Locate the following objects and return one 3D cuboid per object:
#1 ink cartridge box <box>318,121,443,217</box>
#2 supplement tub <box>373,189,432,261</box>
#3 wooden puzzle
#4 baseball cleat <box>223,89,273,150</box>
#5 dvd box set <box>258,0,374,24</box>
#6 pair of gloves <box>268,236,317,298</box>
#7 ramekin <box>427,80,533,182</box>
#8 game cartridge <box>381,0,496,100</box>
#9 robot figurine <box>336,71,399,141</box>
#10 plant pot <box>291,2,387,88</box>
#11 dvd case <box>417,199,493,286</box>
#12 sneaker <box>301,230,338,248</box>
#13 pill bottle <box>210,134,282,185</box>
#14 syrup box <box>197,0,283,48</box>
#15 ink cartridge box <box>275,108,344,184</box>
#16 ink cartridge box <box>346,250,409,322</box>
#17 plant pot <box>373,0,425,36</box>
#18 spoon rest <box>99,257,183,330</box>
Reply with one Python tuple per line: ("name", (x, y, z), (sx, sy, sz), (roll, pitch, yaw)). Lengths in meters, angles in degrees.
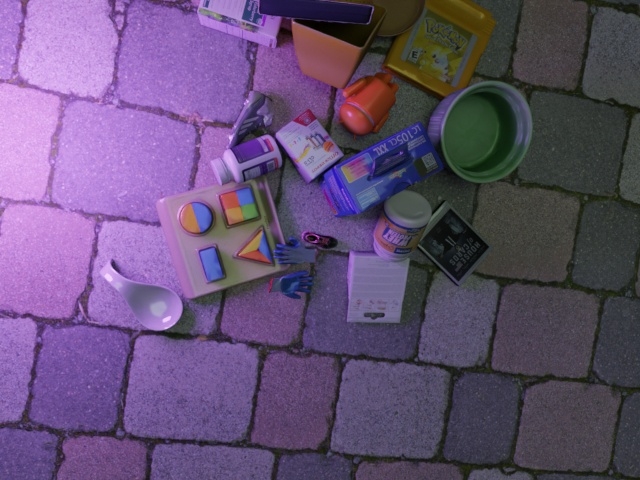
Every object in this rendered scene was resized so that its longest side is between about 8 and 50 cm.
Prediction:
("ink cartridge box", (0.162, -0.191, 1.356), (0.270, 0.395, 0.151), (-29, 97, -7))
("supplement tub", (0.245, -0.041, 1.462), (0.145, 0.199, 0.144), (5, 49, -6))
("wooden puzzle", (-0.292, -0.014, 1.455), (0.348, 0.080, 0.321), (-17, 96, -7))
("baseball cleat", (-0.210, -0.351, 1.456), (0.110, 0.072, 0.205), (24, 93, -16))
("dvd box set", (-0.025, -0.781, 1.356), (0.308, 0.062, 0.419), (0, 59, -9))
("pair of gloves", (-0.082, 0.088, 1.491), (0.160, 0.023, 0.198), (5, 100, -34))
("ramekin", (0.488, -0.340, 1.498), (0.304, 0.148, 0.303), (-3, 106, -12))
("game cartridge", (0.388, -0.641, 1.542), (0.286, 0.053, 0.323), (24, 91, -9))
("robot figurine", (0.144, -0.419, 1.478), (0.128, 0.158, 0.219), (38, 87, 13))
("plant pot", (0.043, -0.576, 1.391), (0.212, 0.187, 0.212), (24, 59, 5))
("dvd case", (0.438, 0.010, 1.595), (0.239, 0.029, 0.179), (43, 87, -8))
("sneaker", (0.000, 0.000, 1.513), (0.120, 0.057, 0.047), (12, 89, -10))
("pill bottle", (-0.223, -0.235, 1.428), (0.194, 0.108, 0.108), (-24, 96, -15))
("syrup box", (-0.234, -0.667, 1.422), (0.237, 0.096, 0.093), (15, 90, -8))
("ink cartridge box", (-0.035, -0.280, 1.453), (0.128, 0.127, 0.176), (-39, 95, -6))
("ink cartridge box", (0.180, 0.151, 1.561), (0.189, 0.066, 0.232), (3, 110, -9))
("plant pot", (0.208, -0.746, 1.494), (0.237, 0.032, 0.236), (0, 86, 5))
("spoon rest", (-0.540, 0.162, 1.425), (0.276, 0.084, 0.137), (38, 87, -8))
